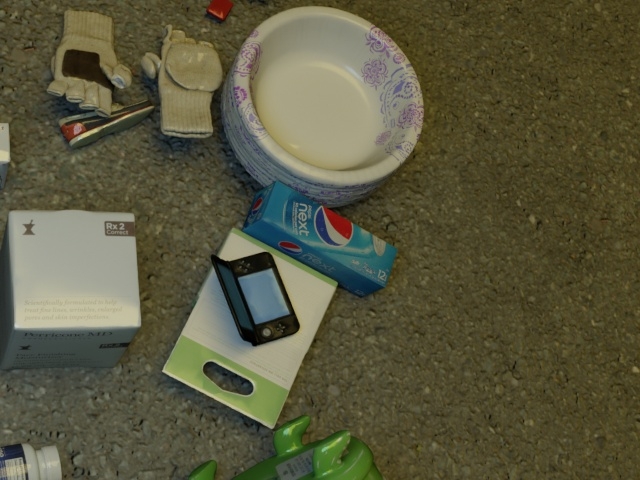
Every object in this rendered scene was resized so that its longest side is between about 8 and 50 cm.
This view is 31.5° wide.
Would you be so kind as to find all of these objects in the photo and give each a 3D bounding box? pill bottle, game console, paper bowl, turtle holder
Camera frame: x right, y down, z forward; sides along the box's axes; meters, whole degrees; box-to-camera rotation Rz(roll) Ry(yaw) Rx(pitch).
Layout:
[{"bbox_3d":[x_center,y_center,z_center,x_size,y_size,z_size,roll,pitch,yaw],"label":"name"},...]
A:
[{"bbox_3d":[-0.376,0.280,1.362,0.120,0.067,0.067,-7,72,-23],"label":"pill bottle"},{"bbox_3d":[-0.085,0.071,1.493,0.107,0.071,0.122,-15,75,-24],"label":"game console"},{"bbox_3d":[-0.006,-0.183,1.643,0.284,0.148,0.284,7,67,-18],"label":"paper bowl"},{"bbox_3d":[-0.052,0.375,1.350,0.320,0.243,0.227,-30,99,-37],"label":"turtle holder"}]

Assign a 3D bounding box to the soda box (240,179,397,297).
[{"bbox_3d":[0.000,0.000,1.593,0.210,0.071,0.067,29,63,-20],"label":"soda box"}]

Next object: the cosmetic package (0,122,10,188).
[{"bbox_3d":[-0.524,-0.108,1.447,0.239,0.099,0.060,-1,69,-20],"label":"cosmetic package"}]

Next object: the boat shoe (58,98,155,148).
[{"bbox_3d":[-0.298,-0.172,1.588,0.137,0.049,0.043,-26,78,-22],"label":"boat shoe"}]

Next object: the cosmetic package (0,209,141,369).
[{"bbox_3d":[-0.316,0.064,1.405,0.151,0.183,0.151,0,69,-20],"label":"cosmetic package"}]

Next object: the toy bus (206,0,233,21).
[{"bbox_3d":[-0.142,-0.452,1.726,0.202,0.104,0.191,-30,81,-28],"label":"toy bus"}]

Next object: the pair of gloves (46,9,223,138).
[{"bbox_3d":[-0.256,-0.243,1.598,0.240,0.042,0.204,12,49,-11],"label":"pair of gloves"}]

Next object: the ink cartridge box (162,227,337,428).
[{"bbox_3d":[-0.097,0.121,1.538,0.171,0.056,0.235,29,64,-7],"label":"ink cartridge box"}]
